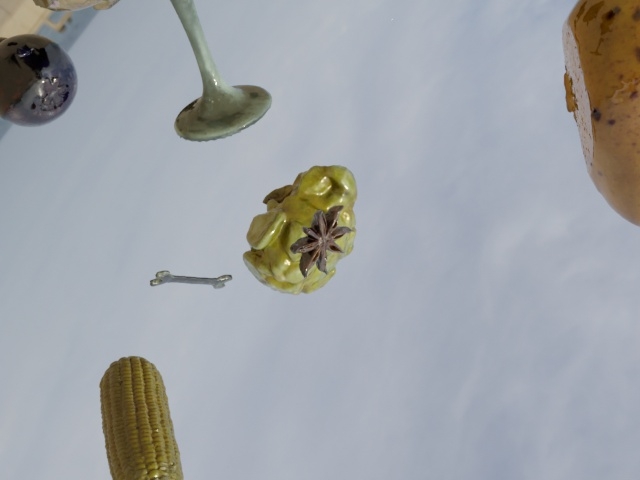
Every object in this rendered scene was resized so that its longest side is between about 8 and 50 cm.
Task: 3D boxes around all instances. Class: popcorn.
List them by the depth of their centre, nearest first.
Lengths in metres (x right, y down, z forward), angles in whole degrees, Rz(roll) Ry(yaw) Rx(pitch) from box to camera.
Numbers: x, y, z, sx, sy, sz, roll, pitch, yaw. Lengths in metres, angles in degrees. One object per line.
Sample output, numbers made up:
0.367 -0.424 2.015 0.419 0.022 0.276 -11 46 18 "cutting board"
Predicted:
-0.033 -0.018 1.724 0.292 0.293 0.334 -14 -132 55 "popcorn"

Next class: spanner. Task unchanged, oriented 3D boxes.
-0.282 0.088 1.487 0.054 0.254 0.015 -34 -111 22 "spanner"

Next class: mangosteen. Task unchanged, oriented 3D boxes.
-0.624 -0.345 1.414 0.230 0.194 0.194 33 -96 26 "mangosteen"

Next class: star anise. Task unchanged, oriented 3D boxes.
0.000 0.000 1.161 0.042 0.141 0.141 32 -95 39 "star anise"

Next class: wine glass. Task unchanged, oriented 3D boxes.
-0.074 -0.286 0.588 0.096 0.309 0.264 20 -130 39 "wine glass"

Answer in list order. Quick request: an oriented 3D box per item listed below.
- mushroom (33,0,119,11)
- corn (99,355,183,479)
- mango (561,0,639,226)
-0.433 -0.508 1.212 0.255 0.184 0.255 -6 -118 11 "mushroom"
-0.326 0.346 1.209 0.131 0.131 0.344 -49 -147 8 "corn"
0.361 -0.149 0.699 0.191 0.290 0.160 -7 -156 15 "mango"
